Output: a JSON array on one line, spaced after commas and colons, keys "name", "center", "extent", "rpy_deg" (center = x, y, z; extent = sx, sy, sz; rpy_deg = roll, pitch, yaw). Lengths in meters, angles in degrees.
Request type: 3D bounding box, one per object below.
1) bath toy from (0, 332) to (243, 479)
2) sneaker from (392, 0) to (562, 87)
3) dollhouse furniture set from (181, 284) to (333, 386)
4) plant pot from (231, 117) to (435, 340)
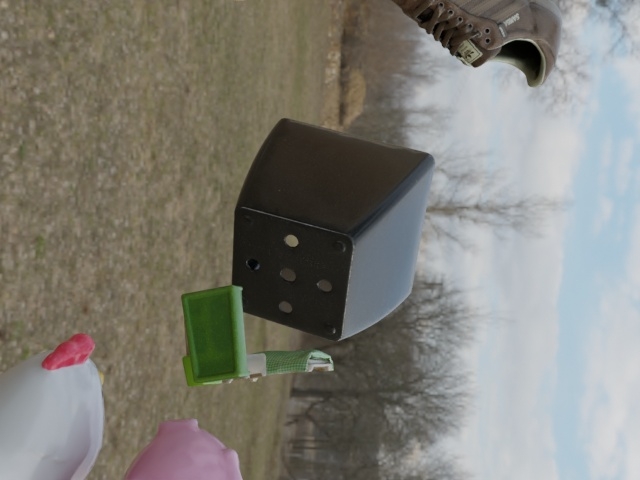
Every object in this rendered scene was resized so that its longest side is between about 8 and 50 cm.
[{"name": "bath toy", "center": [-0.090, 0.187, 0.503], "extent": [0.129, 0.348, 0.151], "rpy_deg": [-57, 167, 7]}, {"name": "sneaker", "center": [0.123, -0.185, 0.626], "extent": [0.066, 0.188, 0.071], "rpy_deg": [150, -50, -64]}, {"name": "dollhouse furniture set", "center": [-0.050, 0.070, 0.544], "extent": [0.152, 0.076, 0.058], "rpy_deg": [25, 56, -70]}, {"name": "plant pot", "center": [0.000, 0.000, 0.814], "extent": [0.167, 0.188, 0.187], "rpy_deg": [-51, 153, -55]}]
